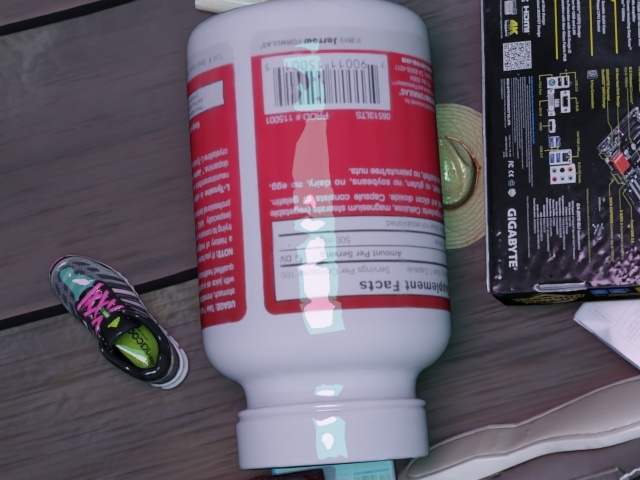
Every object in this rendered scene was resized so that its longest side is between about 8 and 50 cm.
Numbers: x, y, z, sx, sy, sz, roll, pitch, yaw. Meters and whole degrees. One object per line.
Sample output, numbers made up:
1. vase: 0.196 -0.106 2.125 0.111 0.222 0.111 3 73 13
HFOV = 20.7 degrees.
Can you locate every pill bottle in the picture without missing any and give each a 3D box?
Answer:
1. pill bottle: 0.000 0.000 1.593 0.229 0.229 0.407 -4 83 4

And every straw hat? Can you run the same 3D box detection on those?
1. straw hat: 0.121 -0.065 1.684 0.145 0.061 0.144 0 87 4

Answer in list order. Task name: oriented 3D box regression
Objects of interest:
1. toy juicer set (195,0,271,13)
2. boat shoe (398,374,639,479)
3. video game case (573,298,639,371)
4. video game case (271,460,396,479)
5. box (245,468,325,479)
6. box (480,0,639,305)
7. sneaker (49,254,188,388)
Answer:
1. toy juicer set: -0.069 -0.341 1.699 0.209 0.089 0.328 -9 86 3
2. boat shoe: 0.232 0.207 1.604 0.324 0.116 0.096 -21 101 23
3. video game case: 0.414 0.043 1.620 0.244 0.061 0.269 39 95 22
4. video game case: 0.005 0.164 1.700 0.119 0.015 0.166 -8 86 4
5. box: -0.036 0.352 1.626 0.123 0.128 0.256 -10 90 3
6. box: 0.281 -0.106 1.621 0.257 0.079 0.321 -4 79 17
7. sneaker: -0.198 0.076 1.688 0.063 0.075 0.170 -44 85 0
